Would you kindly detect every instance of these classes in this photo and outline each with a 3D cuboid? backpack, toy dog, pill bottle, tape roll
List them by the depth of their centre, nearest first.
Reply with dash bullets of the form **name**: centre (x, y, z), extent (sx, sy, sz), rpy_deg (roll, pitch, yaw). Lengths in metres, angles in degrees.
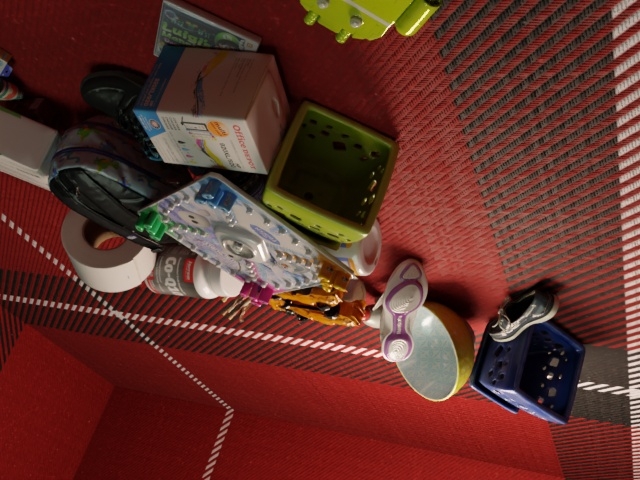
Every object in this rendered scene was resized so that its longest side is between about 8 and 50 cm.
- **pill bottle**: centre (-0.187, -0.111, 1.798), extent (0.123, 0.122, 0.219), rpy_deg (6, 138, 24)
- **backpack**: centre (-0.485, -0.139, 1.854), extent (0.356, 0.273, 0.290), rpy_deg (15, 160, -41)
- **pill bottle**: centre (0.000, 0.000, 1.872), extent (0.272, 0.152, 0.152), rpy_deg (6, 150, 26)
- **toy dog**: centre (0.094, 0.135, 2.114), extent (0.220, 0.160, 0.333), rpy_deg (9, 166, 12)
- **tape roll**: centre (-0.599, 0.006, 2.168), extent (0.246, 0.246, 0.169), rpy_deg (18, 153, 3)
- **pill bottle**: centre (-0.375, 0.090, 2.269), extent (0.283, 0.161, 0.161), rpy_deg (3, 149, 29)

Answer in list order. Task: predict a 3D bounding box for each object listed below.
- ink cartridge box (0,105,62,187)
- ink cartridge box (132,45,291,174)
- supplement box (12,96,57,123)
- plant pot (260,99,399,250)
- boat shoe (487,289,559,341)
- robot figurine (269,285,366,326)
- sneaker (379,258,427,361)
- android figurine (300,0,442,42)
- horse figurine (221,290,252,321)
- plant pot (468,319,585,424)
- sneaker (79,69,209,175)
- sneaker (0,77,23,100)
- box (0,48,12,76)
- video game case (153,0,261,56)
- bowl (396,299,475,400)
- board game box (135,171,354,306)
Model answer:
- **ink cartridge box**: centre (-0.742, -0.227, 1.895), extent (0.198, 0.114, 0.273), rpy_deg (23, 169, -4)
- **ink cartridge box**: centre (-0.201, -0.251, 1.466), extent (0.233, 0.168, 0.171), rpy_deg (8, 151, 18)
- **supplement box**: centre (-0.697, -0.317, 1.848), extent (0.083, 0.043, 0.055), rpy_deg (7, 150, 24)
- **plant pot**: centre (0.002, -0.118, 1.582), extent (0.228, 0.227, 0.207), rpy_deg (25, 157, -9)
- **boat shoe**: centre (0.507, 0.193, 1.966), extent (0.079, 0.095, 0.254), rpy_deg (25, 151, -15)
- **robot figurine**: centre (-0.036, 0.140, 1.931), extent (0.291, 0.085, 0.211), rpy_deg (8, 147, 38)
- **sneaker**: centre (0.206, 0.172, 2.046), extent (0.114, 0.152, 0.305), rpy_deg (6, 118, -8)
- **android figurine**: centre (0.061, -0.407, 1.183), extent (0.248, 0.056, 0.273), rpy_deg (27, 150, -16)
- **horse figurine**: centre (-0.230, 0.171, 2.368), extent (0.066, 0.174, 0.263), rpy_deg (47, 161, 12)
- **plant pot**: centre (0.557, 0.350, 2.091), extent (0.236, 0.235, 0.212), rpy_deg (32, 157, -25)
- **sneaker**: centre (-0.370, -0.258, 1.642), extent (0.341, 0.139, 0.125), rpy_deg (21, 155, -1)
- **sneaker**: centre (-0.775, -0.356, 1.813), extent (0.161, 0.057, 0.075), rpy_deg (10, 174, 37)
- **box**: centre (-0.760, -0.423, 1.712), extent (0.136, 0.028, 0.081), rpy_deg (30, 151, -26)
- **video game case**: centre (-0.222, -0.373, 1.461), extent (0.190, 0.022, 0.173), rpy_deg (23, 152, -8)
- **bowl**: centre (0.345, 0.293, 2.154), extent (0.156, 0.289, 0.289), rpy_deg (-17, 171, -32)
- **board game box**: centre (-0.182, 0.019, 1.688), extent (0.390, 0.050, 0.390), rpy_deg (36, 152, -25)
